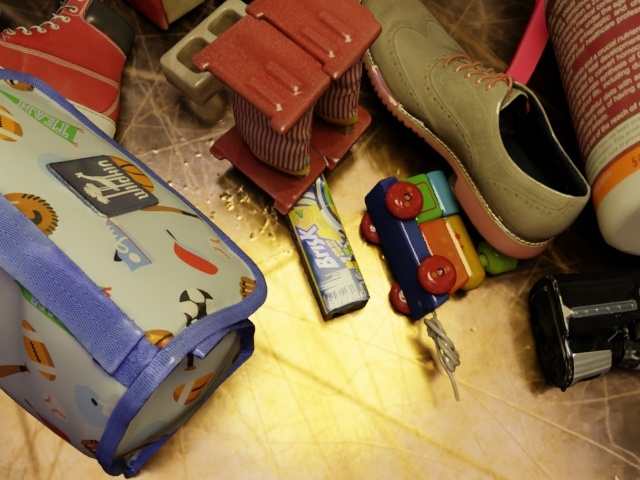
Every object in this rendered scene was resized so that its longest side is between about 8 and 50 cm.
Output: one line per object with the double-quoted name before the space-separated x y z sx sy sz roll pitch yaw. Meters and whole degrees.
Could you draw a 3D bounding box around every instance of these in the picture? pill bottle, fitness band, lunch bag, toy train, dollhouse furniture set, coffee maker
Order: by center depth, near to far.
"lunch bag" -0.227 0.032 0.849 0.328 0.385 0.239 41 78 7
"pill bottle" 0.362 -0.200 0.970 0.224 0.224 0.392 -5 66 -4
"dollhouse furniture set" -0.121 -0.223 0.977 0.374 0.201 0.152 40 73 15
"toy train" 0.156 0.037 1.023 0.143 0.105 0.248 -18 78 -21
"coffee maker" 0.325 0.071 1.023 0.178 0.120 0.171 -5 52 -6
"fitness band" 0.174 -0.273 1.119 0.209 0.054 0.291 26 77 0

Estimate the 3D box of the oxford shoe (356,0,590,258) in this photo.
"oxford shoe" 0.163 -0.154 0.982 0.123 0.130 0.348 -30 79 -32

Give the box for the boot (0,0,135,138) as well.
"boot" -0.322 -0.222 1.016 0.244 0.088 0.176 21 71 -38

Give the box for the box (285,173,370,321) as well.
"box" 0.000 0.000 1.036 0.054 0.059 0.169 -19 78 -7
